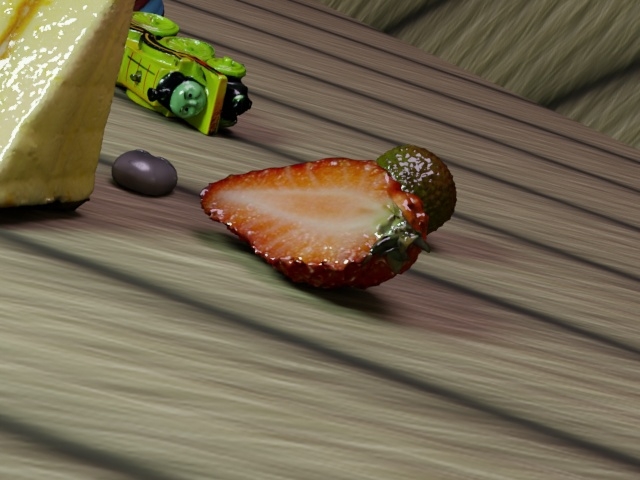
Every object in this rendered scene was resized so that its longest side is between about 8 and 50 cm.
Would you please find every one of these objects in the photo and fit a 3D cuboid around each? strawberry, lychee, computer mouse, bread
[{"bbox_3d":[0.005,-0.004,1.558,0.175,0.106,0.236,-33,40,-23],"label":"strawberry"},{"bbox_3d":[0.106,-0.058,1.838,0.114,0.114,0.146,26,30,26],"label":"lychee"},{"bbox_3d":[-0.191,-0.079,1.686,0.066,0.039,0.096,22,14,13],"label":"computer mouse"},{"bbox_3d":[-0.299,-0.170,1.452,0.168,0.264,0.163,19,11,25],"label":"bread"}]

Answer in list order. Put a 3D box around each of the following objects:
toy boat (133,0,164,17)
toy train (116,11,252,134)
[{"bbox_3d":[-0.303,-0.344,2.416,0.079,0.136,0.392,46,14,-14],"label":"toy boat"},{"bbox_3d":[-0.222,-0.237,2.128,0.160,0.100,0.296,-5,28,-41],"label":"toy train"}]
